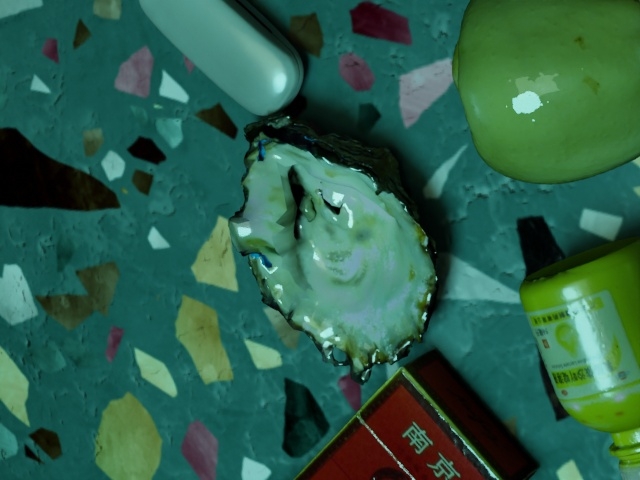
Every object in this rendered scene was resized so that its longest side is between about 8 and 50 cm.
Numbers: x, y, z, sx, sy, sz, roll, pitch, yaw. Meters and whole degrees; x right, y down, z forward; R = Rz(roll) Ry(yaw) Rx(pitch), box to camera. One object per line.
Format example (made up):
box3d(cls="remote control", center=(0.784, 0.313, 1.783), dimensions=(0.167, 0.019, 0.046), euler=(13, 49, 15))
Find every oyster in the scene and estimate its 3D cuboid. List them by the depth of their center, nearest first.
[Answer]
box3d(cls="oyster", center=(0.005, -0.002, 1.717), dimensions=(0.259, 0.092, 0.198), euler=(44, 122, 4))

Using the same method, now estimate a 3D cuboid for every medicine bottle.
box3d(cls="medicine bottle", center=(0.257, 0.114, 1.566), dimensions=(0.122, 0.122, 0.212), euler=(-20, 92, 34))

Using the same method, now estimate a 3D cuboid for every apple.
box3d(cls="apple", center=(0.195, -0.135, 1.500), dimensions=(0.200, 0.200, 0.200), euler=(9, 108, 30))

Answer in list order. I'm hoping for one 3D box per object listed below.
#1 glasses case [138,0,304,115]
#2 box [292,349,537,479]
box3d(cls="glasses case", center=(-0.095, -0.195, 1.743), dimensions=(0.193, 0.049, 0.074), euler=(42, 121, 14))
box3d(cls="box", center=(0.071, 0.236, 1.748), dimensions=(0.153, 0.074, 0.240), euler=(51, 123, 15))
